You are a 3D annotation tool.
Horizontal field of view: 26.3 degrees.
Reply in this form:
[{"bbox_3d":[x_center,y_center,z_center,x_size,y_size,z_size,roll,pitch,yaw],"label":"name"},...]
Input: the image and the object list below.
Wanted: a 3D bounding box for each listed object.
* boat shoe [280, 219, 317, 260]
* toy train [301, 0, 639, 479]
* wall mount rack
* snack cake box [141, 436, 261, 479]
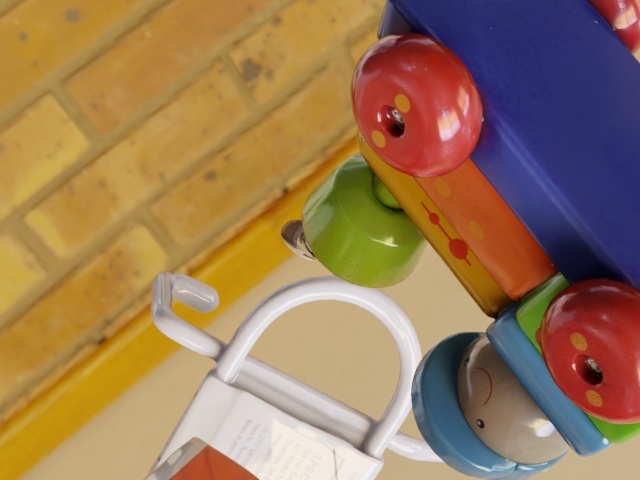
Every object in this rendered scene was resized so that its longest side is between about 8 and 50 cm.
[{"bbox_3d":[0.000,0.000,1.569,0.135,0.045,0.050,19,-100,42],"label":"boat shoe"},{"bbox_3d":[0.034,-0.037,0.448,0.105,0.143,0.248,-32,-100,-35],"label":"toy train"},{"bbox_3d":[-0.019,0.182,0.864,0.350,0.304,0.130,-59,-167,12],"label":"wall mount rack"},{"bbox_3d":[0.026,0.181,0.384,0.264,0.152,0.089,34,-74,7],"label":"snack cake box"}]
